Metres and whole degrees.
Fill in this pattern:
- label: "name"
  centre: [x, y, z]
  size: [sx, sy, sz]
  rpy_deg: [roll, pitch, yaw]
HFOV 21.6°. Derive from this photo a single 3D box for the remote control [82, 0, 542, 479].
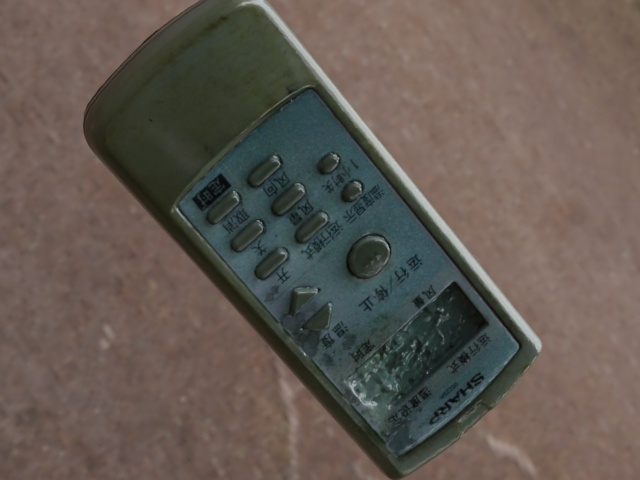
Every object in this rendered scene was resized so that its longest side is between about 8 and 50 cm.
- label: "remote control"
  centre: [0.000, 0.000, 0.744]
  size: [0.233, 0.098, 0.038]
  rpy_deg: [50, -3, -23]
